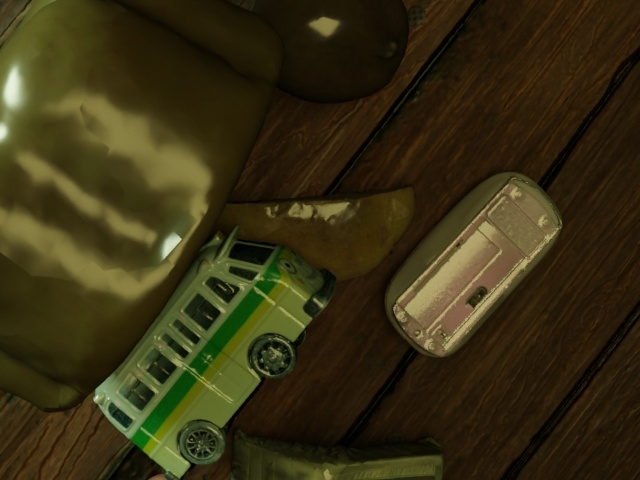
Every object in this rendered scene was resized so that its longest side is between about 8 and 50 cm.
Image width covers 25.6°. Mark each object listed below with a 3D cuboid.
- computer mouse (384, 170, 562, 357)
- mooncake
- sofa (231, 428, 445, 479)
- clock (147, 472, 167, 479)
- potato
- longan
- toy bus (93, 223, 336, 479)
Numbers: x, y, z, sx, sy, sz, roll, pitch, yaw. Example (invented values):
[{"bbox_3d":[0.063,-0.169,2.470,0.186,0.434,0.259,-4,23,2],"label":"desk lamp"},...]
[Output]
[{"bbox_3d":[0.182,0.029,1.684,0.126,0.056,0.245,43,85,-11],"label":"computer mouse"},{"bbox_3d":[-0.246,-0.070,1.400,0.262,0.467,0.467,34,87,-13],"label":"mooncake"},{"bbox_3d":[0.021,0.331,1.664,0.225,0.176,0.210,-1,94,-39],"label":"sofa"},{"bbox_3d":[-0.211,0.334,1.581,0.162,0.166,0.092,-27,100,-15],"label":"clock"},{"bbox_3d":[-0.002,0.000,1.626,0.261,0.100,0.120,-6,94,-10],"label":"potato"},{"bbox_3d":[0.007,-0.235,1.581,0.189,0.189,0.189,-1,94,-10],"label":"longan"},{"bbox_3d":[-0.120,0.116,1.569,0.165,0.133,0.276,37,102,-4],"label":"toy bus"}]
